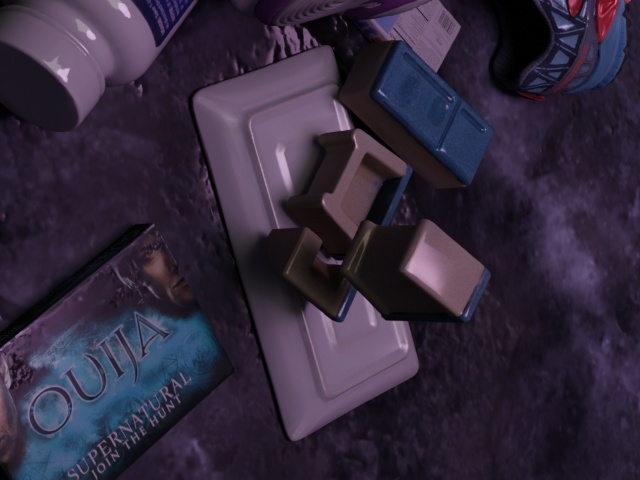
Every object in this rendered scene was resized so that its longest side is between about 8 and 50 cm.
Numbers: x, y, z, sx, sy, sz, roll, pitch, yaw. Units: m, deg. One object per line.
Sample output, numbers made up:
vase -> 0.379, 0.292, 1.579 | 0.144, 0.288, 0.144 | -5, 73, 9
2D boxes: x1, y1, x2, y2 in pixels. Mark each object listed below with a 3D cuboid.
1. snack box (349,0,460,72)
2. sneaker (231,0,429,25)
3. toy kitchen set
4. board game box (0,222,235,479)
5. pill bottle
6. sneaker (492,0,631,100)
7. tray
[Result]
snack box -> 0.039, -0.199, 1.283 | 0.178, 0.022, 0.064 | 45, 62, -31
sneaker -> 0.002, -0.226, 1.130 | 0.305, 0.114, 0.152 | -21, 95, -71
toy kitchen set -> 0.082, -0.031, 1.179 | 0.122, 0.166, 0.207 | 40, 64, -32
board game box -> -0.150, 0.090, 1.105 | 0.186, 0.026, 0.126 | -42, 115, -34
pill bottle -> -0.138, -0.165, 1.068 | 0.112, 0.112, 0.187 | 49, 59, -29
sneaker -> 0.179, -0.239, 1.343 | 0.125, 0.104, 0.262 | -17, 108, -26
tray -> 0.000, 0.000, 1.237 | 0.145, 0.030, 0.270 | -25, 104, -38
